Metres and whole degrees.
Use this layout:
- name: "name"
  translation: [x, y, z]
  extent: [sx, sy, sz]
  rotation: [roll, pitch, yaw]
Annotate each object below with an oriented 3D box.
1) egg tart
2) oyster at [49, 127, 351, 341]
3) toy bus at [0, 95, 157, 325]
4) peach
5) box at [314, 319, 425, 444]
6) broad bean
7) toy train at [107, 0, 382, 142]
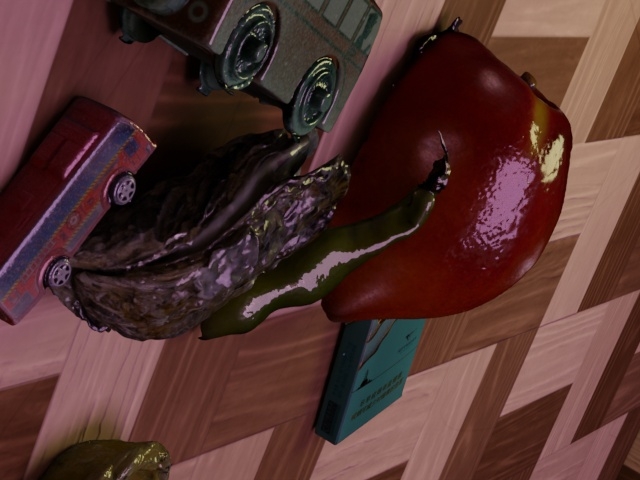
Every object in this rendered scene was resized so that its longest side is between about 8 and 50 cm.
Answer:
- name: "egg tart"
  translation: [-0.221, 0.264, 1.712]
  extent: [0.197, 0.078, 0.197]
  rotation: [-47, 156, -29]
- name: "oyster"
  translation: [-0.103, -0.010, 1.570]
  extent: [0.351, 0.158, 0.162]
  rotation: [-21, 128, -41]
- name: "toy bus"
  translation: [-0.213, -0.027, 1.418]
  extent: [0.192, 0.065, 0.077]
  rotation: [-55, 149, -15]
- name: "peach"
  translation: [0.150, -0.039, 1.969]
  extent: [0.361, 0.201, 0.258]
  rotation: [-60, 158, -1]
- name: "box"
  translation: [0.074, 0.125, 2.201]
  extent: [0.162, 0.041, 0.229]
  rotation: [-31, 143, -50]
- name: "broad bean"
  translation: [0.005, 0.007, 1.818]
  extent: [0.318, 0.056, 0.098]
  rotation: [-38, 132, -6]
- name: "toy train"
  translation: [-0.058, -0.191, 1.466]
  extent: [0.159, 0.129, 0.326]
  rotation: [-65, 157, -1]
